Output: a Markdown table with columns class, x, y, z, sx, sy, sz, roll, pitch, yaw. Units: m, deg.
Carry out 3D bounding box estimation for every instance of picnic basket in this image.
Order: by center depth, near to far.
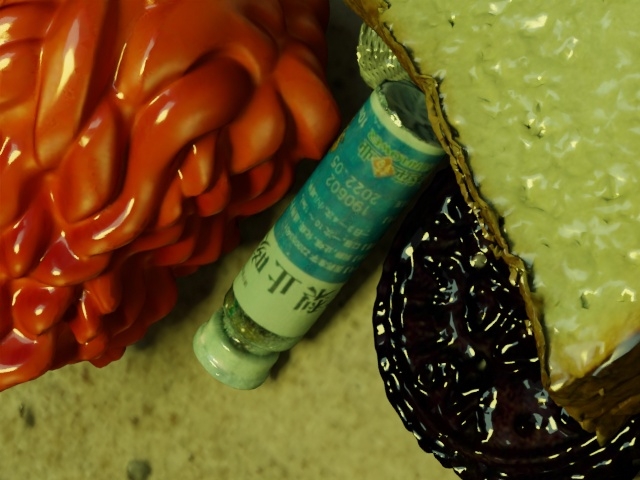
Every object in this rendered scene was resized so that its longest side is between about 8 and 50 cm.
| class | x | y | z | sx | sy | sz | roll | pitch | yaw |
| --- | --- | --- | --- | --- | --- | --- | --- | --- | --- |
| picnic basket | 0.057 | -0.096 | 0.955 | 0.083 | 0.083 | 0.065 | -179 | 94 | -74 |

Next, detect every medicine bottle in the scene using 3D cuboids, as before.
| class | x | y | z | sx | sy | sz | roll | pitch | yaw |
| --- | --- | --- | --- | --- | --- | --- | --- | --- | --- |
| medicine bottle | 0.000 | 0.000 | 0.955 | 0.191 | 0.051 | 0.051 | -53 | 54 | 29 |

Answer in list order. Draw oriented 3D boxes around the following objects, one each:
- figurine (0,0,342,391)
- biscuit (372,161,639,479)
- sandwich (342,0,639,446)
| class | x | y | z | sx | sy | sz | roll | pitch | yaw |
| --- | --- | --- | --- | --- | --- | --- | --- | --- | --- |
| figurine | -0.179 | -0.071 | 1.041 | 0.412 | 0.241 | 0.306 | 8 | 60 | 54 |
| biscuit | 0.112 | 0.032 | 0.889 | 0.194 | 0.053 | 0.194 | -8 | 76 | 34 |
| sandwich | 0.161 | -0.104 | 0.821 | 0.271 | 0.099 | 0.301 | -28 | 60 | 3 |
